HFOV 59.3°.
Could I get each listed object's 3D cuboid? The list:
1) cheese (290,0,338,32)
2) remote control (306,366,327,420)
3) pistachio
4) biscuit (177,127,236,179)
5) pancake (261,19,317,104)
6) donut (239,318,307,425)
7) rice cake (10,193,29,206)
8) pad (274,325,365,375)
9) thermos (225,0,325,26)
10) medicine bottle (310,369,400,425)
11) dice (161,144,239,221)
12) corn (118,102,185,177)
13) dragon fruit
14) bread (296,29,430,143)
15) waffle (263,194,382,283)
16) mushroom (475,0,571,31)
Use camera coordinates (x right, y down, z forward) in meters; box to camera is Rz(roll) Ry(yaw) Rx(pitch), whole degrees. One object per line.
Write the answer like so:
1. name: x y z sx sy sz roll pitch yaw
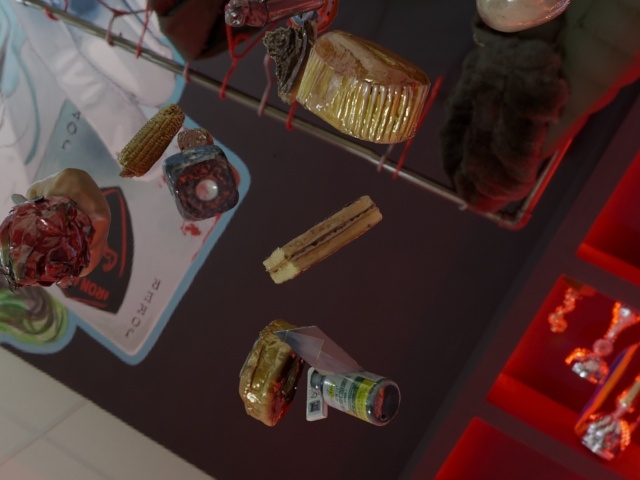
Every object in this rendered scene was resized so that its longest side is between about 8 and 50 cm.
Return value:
1. cheese: -0.008 -0.846 1.891 0.217 0.329 0.129 38 -153 20
2. remote control: -0.011 0.533 1.981 0.029 0.087 0.190 28 -129 -37
3. pistachio: -0.880 -0.055 1.981 0.281 0.445 0.365 14 -125 4
4. biscuit: -0.457 -0.330 2.278 0.262 0.277 0.052 -8 -166 40
5. pancake: -0.110 -0.586 1.768 0.244 0.266 0.057 36 -168 25
6. donut: -0.148 0.409 1.759 0.160 0.330 0.330 16 -162 10
7. rice cake: -0.756 -0.044 1.539 0.222 0.042 0.080 41 160 12
8. pad: -0.002 0.317 1.595 0.243 0.163 0.004 47 -135 -31
9. thermos: -0.130 -0.705 1.664 0.330 0.109 0.136 -31 -140 -31
10. medicine bottle: 0.098 0.468 1.757 0.141 0.141 0.293 4 -179 -42
11. dice: -0.355 -0.172 1.663 0.181 0.182 0.183 -21 -154 -18
12. corn: -0.482 -0.280 1.600 0.097 0.262 0.097 34 167 9
13. dragon fruit: -0.662 0.011 1.327 0.233 0.234 0.293 21 -161 -7
14. bread: 0.084 -0.325 1.143 0.204 0.156 0.288 -8 -142 -31
15. waffle: 0.000 0.000 1.887 0.376 0.261 0.114 -32 -88 -24
16. mushroom: 0.417 -0.539 1.160 0.204 0.204 0.204 20 -160 -8
